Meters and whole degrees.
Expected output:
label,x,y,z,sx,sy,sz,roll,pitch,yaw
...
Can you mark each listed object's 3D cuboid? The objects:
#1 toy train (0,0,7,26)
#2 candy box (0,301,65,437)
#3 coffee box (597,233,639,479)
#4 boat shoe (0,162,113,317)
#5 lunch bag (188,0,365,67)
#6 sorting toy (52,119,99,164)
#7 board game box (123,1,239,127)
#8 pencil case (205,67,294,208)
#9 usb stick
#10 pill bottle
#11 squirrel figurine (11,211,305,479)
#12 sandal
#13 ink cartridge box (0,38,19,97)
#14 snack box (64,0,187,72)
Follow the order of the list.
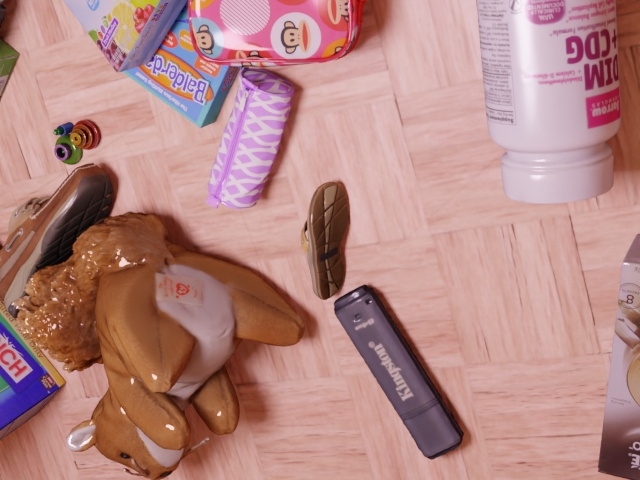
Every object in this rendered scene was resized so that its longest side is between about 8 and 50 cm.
label,x,y,z,sx,sy,sz,roll,pitch,yaw
toy train,-0.540,-0.431,1.618,0.190,0.142,0.333,27,101,4
candy box,-0.630,0.233,1.820,0.122,0.317,0.268,-41,88,30
coffee box,0.456,0.158,1.361,0.168,0.119,0.297,9,112,23
boat shoe,-0.456,-0.011,1.761,0.120,0.123,0.324,48,121,15
lunch bag,-0.043,-0.372,1.394,0.258,0.120,0.293,1,103,11
sorting toy,-0.399,-0.157,1.721,0.102,0.042,0.061,-33,92,32
board game box,-0.184,-0.293,1.560,0.160,0.047,0.210,35,121,11
pencil case,-0.102,-0.145,1.550,0.086,0.088,0.206,27,119,18
usb stick,0.115,0.195,1.590,0.077,0.045,0.278,-30,93,33
pill bottle,0.276,-0.197,1.297,0.160,0.160,0.283,1,109,27
squirrel figurine,-0.286,0.174,1.694,0.397,0.281,0.370,45,133,19
sandal,0.000,0.000,1.572,0.049,0.072,0.180,24,124,42
ink cartridge box,-0.598,-0.315,1.751,0.209,0.062,0.109,39,121,9
snack box,-0.287,-0.370,1.506,0.207,0.070,0.174,53,135,10
